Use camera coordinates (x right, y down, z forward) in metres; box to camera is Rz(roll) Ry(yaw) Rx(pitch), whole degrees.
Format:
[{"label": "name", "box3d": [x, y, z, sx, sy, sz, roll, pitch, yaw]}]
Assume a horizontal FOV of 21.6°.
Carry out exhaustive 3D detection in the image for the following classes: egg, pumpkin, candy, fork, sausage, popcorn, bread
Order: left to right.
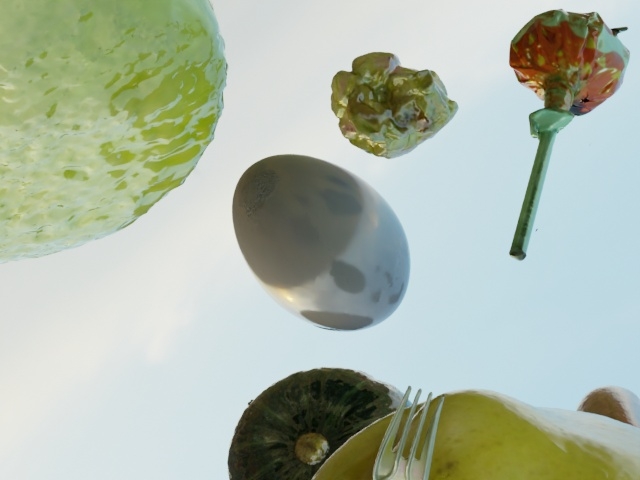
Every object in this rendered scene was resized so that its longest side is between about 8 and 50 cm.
[{"label": "bread", "box3d": [-0.243, -0.169, 1.019, 0.348, 0.348, 0.308, -38, -126, 38]}, {"label": "egg", "box3d": [0.000, 0.000, 1.626, 0.146, 0.199, 0.146, -42, 171, -8]}, {"label": "pumpkin", "box3d": [0.008, 0.229, 1.675, 0.211, 0.152, 0.212, -9, -125, 13]}, {"label": "fork", "box3d": [0.037, 0.195, 1.036, 0.028, 0.034, 0.220, -57, 161, -71]}, {"label": "popcorn", "box3d": [0.068, -0.120, 1.536, 0.089, 0.109, 0.097, 40, -59, 55]}, {"label": "candy", "box3d": [0.100, -0.048, 0.733, 0.185, 0.055, 0.049, -67, 158, -51]}, {"label": "sausage", "box3d": [0.306, 0.204, 1.753, 0.076, 0.076, 0.197, -45, -175, 13]}]

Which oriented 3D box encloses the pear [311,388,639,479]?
[{"label": "pear", "box3d": [0.164, 0.295, 1.215, 0.362, 0.418, 0.362, -41, -164, 15]}]
